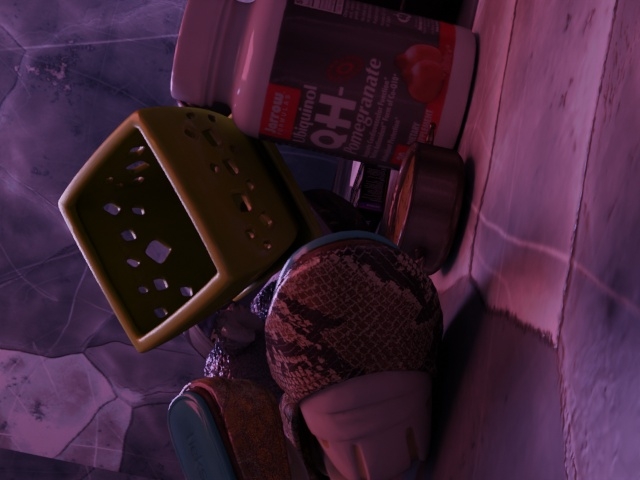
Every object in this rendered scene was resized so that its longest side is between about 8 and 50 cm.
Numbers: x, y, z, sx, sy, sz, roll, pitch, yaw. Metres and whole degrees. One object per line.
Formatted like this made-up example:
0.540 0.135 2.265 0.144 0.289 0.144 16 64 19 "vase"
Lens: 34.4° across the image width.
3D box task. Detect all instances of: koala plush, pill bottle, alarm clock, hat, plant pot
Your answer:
-0.062 0.149 1.302 0.221 0.203 0.196 -19 -52 -48 "koala plush"
0.001 -0.189 1.167 0.176 0.318 0.176 -168 90 -87 "pill bottle"
0.103 -0.017 1.016 0.192 0.064 0.129 -78 2 -47 "alarm clock"
0.000 0.000 1.648 0.331 0.134 0.331 45 151 33 "hat"
-0.146 -0.027 1.257 0.207 0.228 0.227 -20 -12 -46 "plant pot"

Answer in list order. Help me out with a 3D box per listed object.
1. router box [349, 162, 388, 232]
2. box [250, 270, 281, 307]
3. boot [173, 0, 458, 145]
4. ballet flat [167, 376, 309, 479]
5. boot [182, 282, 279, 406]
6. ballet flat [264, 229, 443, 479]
0.079 -0.070 1.794 0.179 0.046 0.133 108 173 -63 "router box"
-0.023 0.143 1.559 0.293 0.057 0.201 131 125 -64 "box"
0.019 -0.345 1.306 0.146 0.366 0.445 -120 35 -46 "boot"
-0.043 0.287 0.937 0.123 0.123 0.349 110 145 -67 "ballet flat"
-0.067 0.180 2.077 0.284 0.377 0.138 -41 30 10 "boot"
0.037 0.160 0.985 0.483 0.164 0.182 96 163 -67 "ballet flat"
